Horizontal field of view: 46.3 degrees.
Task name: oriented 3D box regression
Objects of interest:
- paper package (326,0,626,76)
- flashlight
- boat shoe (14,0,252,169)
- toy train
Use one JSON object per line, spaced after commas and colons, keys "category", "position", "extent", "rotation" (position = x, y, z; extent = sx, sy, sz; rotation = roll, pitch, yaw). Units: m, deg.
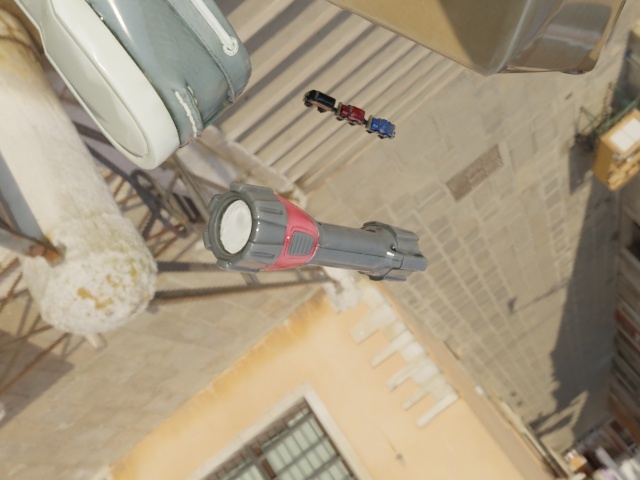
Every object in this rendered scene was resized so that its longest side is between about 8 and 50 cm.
{"category": "paper package", "position": [0.128, -0.332, 0.599], "extent": [0.168, 0.309, 0.324], "rotation": [-15, 132, -45]}
{"category": "flashlight", "position": [0.000, 0.000, 0.937], "extent": [0.103, 0.103, 0.304], "rotation": [-31, 154, 35]}
{"category": "boat shoe", "position": [-0.150, -0.198, 0.426], "extent": [0.099, 0.319, 0.116], "rotation": [-38, -163, -23]}
{"category": "toy train", "position": [0.048, -0.190, 1.128], "extent": [0.158, 0.027, 0.036], "rotation": [20, 164, -20]}
